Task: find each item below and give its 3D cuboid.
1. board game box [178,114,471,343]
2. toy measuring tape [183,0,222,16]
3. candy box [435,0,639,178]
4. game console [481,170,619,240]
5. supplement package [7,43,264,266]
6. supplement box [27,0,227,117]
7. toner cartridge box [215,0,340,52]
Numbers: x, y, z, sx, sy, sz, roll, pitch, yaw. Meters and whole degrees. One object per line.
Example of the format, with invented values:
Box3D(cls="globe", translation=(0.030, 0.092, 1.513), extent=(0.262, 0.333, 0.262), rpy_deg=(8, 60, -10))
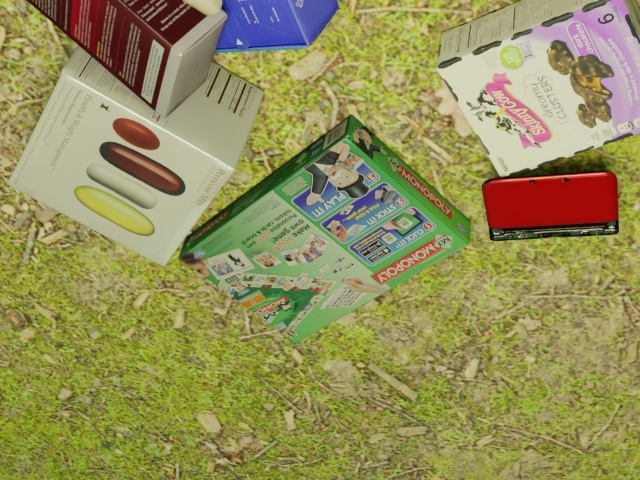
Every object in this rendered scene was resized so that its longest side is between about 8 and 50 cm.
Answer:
Box3D(cls="board game box", translation=(0.000, 0.000, 1.278), extent=(0.213, 0.046, 0.317), rpy_deg=(39, 129, -24))
Box3D(cls="toy measuring tape", translation=(-0.005, -0.329, 0.826), extent=(0.121, 0.121, 0.330), rpy_deg=(25, 94, -11))
Box3D(cls="candy box", translation=(0.243, -0.169, 1.044), extent=(0.196, 0.070, 0.165), rpy_deg=(-19, 127, 28))
Box3D(cls="game console", translation=(0.263, -0.048, 1.147), extent=(0.144, 0.124, 0.085), rpy_deg=(-3, 107, 15))
Box3D(cls="supplement package", translation=(-0.208, -0.115, 1.142), extent=(0.203, 0.149, 0.194), rpy_deg=(29, 132, -13))
Box3D(cls="supplement box", translation=(-0.212, -0.245, 0.995), extent=(0.239, 0.073, 0.130), rpy_deg=(41, 154, 1))
Box3D(cls="toner cartridge box", translation=(-0.122, -0.337, 0.933), extent=(0.165, 0.075, 0.347), rpy_deg=(6, 138, 35))
